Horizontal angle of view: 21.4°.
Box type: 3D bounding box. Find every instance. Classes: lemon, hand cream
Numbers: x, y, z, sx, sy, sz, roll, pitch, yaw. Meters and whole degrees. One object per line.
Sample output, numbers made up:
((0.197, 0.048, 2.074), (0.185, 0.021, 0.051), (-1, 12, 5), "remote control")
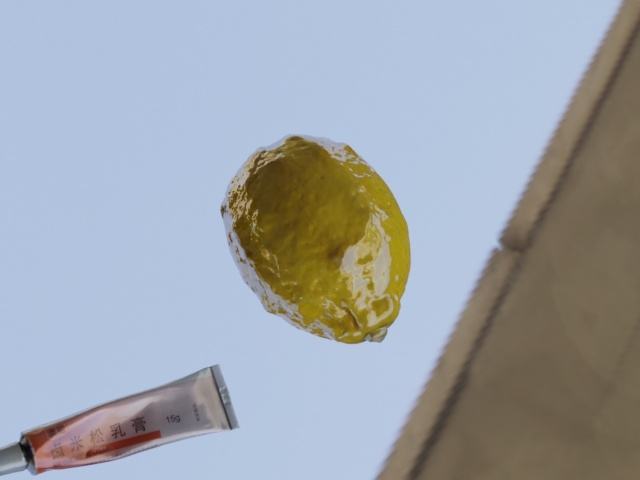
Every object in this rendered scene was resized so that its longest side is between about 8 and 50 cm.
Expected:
((0.000, 0.000, 1.088), (0.114, 0.114, 0.155), (-37, -113, 3), "lemon")
((-0.175, 0.162, 1.432), (0.216, 0.052, 0.038), (-15, -162, -21), "hand cream")
